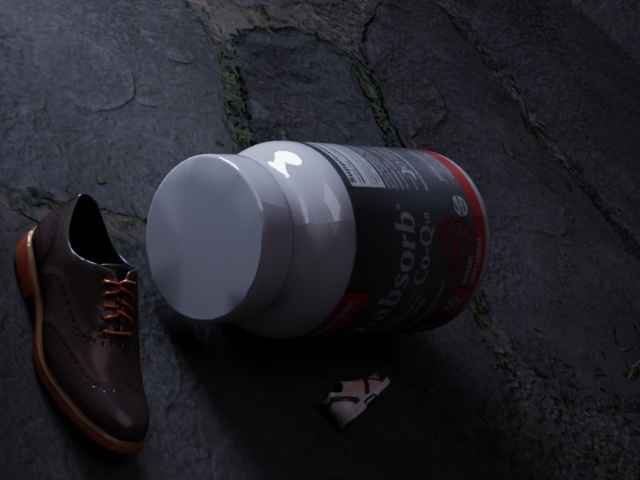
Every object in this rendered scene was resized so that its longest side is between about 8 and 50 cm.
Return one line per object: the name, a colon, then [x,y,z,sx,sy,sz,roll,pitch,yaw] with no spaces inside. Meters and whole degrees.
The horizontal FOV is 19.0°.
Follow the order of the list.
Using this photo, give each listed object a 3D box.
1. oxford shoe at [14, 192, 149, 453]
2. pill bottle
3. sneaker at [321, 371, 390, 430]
oxford shoe: [-0.215,0.075,1.811,0.097,0.098,0.271,8,47,-45]
pill bottle: [0.000,0.000,2.046,0.363,0.210,0.210,0,53,-49]
sneaker: [0.039,0.162,2.062,0.044,0.040,0.109,45,31,5]
